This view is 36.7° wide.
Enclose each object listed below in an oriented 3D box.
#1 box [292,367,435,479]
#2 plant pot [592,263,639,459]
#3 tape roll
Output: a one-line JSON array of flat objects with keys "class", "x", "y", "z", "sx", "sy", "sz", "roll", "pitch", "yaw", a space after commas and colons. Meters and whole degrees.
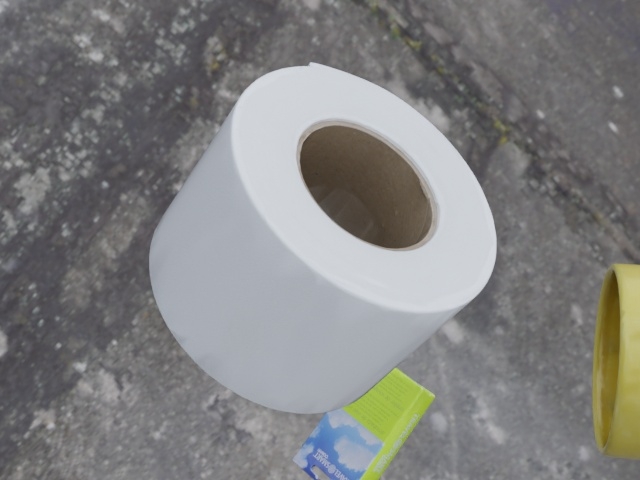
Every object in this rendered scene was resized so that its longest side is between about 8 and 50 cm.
[{"class": "box", "x": 0.055, "y": 0.243, "z": 1.244, "sx": 0.109, "sy": 0.178, "sz": 0.042, "roll": 32, "pitch": -5, "yaw": 44}, {"class": "plant pot", "x": 0.490, "y": 0.162, "z": 1.251, "sx": 0.238, "sy": 0.254, "sz": 0.254, "roll": 3, "pitch": 40, "yaw": 9}, {"class": "tape roll", "x": 0.000, "y": 0.000, "z": 0.808, "sx": 0.246, "sy": 0.169, "sz": 0.246, "roll": 20, "pitch": 45, "yaw": -21}]
